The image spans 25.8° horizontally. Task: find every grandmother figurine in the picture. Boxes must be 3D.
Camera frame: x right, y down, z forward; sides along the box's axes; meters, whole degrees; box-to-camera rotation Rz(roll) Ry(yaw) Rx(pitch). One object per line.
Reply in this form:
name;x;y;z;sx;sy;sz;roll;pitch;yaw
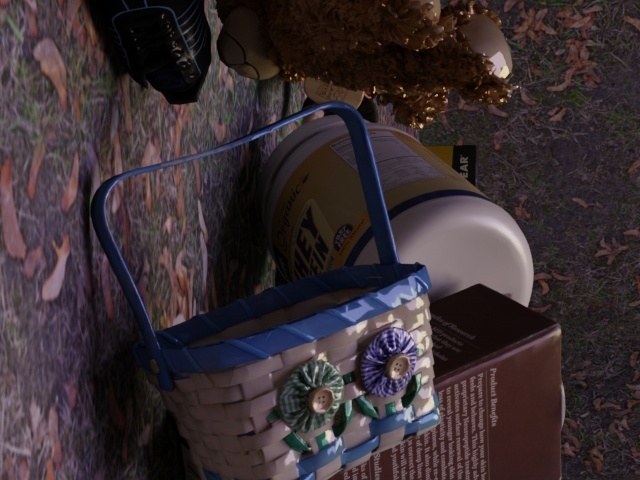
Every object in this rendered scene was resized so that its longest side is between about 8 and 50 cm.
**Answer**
grandmother figurine;0.020;-0.238;1.839;0.208;0.104;0.342;-62;-173;11

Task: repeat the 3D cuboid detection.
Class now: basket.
basket;-0.031;0.051;1.140;0.201;0.255;0.289;-13;-81;61

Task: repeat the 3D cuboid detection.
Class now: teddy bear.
teddy bear;0.013;-0.172;1.143;0.245;0.338;0.113;26;87;-54

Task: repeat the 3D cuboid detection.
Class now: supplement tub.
supplement tub;0.072;0.001;1.591;0.316;0.228;0.228;-134;-148;-54

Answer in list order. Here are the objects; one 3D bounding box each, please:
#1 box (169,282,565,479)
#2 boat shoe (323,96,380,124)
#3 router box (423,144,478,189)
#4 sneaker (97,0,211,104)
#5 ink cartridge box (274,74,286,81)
box;0.054;0.200;1.365;0.143;0.381;0.191;31;-47;51
boat shoe;0.048;-0.065;2.097;0.120;0.122;0.324;76;17;-66
router box;0.125;0.008;2.183;0.081;0.243;0.309;54;36;-74
sneaker;-0.129;-0.172;1.122;0.232;0.081;0.090;35;48;-80
ink cartridge box;-0.029;-0.316;1.643;0.208;0.045;0.206;-65;166;-8
